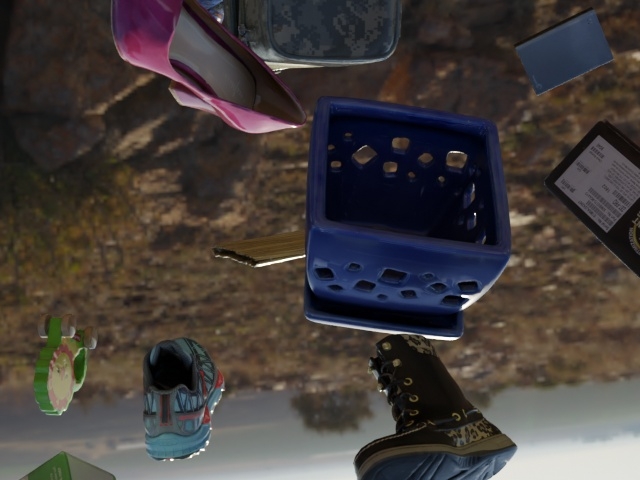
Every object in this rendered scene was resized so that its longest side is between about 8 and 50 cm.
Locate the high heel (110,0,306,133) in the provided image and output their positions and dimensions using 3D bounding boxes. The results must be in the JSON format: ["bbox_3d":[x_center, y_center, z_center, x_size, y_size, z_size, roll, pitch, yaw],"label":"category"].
[{"bbox_3d":[-0.084,-0.149,0.835,0.117,0.082,0.244,14,163,12],"label":"high heel"}]

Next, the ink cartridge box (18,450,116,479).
[{"bbox_3d":[-0.299,0.337,1.045,0.212,0.154,0.093,-33,140,11],"label":"ink cartridge box"}]

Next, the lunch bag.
[{"bbox_3d":[-0.033,-0.375,1.409,0.212,0.305,0.256,-6,-170,-24],"label":"lunch bag"}]

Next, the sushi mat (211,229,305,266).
[{"bbox_3d":[0.000,0.000,1.666,0.316,0.019,0.151,-10,-168,-29],"label":"sushi mat"}]

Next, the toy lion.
[{"bbox_3d":[-0.254,0.124,1.027,0.034,0.096,0.100,1,165,8],"label":"toy lion"}]

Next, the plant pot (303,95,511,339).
[{"bbox_3d":[0.091,-0.015,1.294,0.236,0.236,0.212,7,138,-4],"label":"plant pot"}]

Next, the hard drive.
[{"bbox_3d":[0.391,-0.304,1.680,0.135,0.094,0.022,-25,-153,14],"label":"hard drive"}]

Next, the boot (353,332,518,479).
[{"bbox_3d":[0.090,0.188,1.137,0.236,0.179,0.085,5,129,-45],"label":"boot"}]

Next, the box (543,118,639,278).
[{"bbox_3d":[0.412,0.083,0.946,0.318,0.395,0.097,27,109,-44],"label":"box"}]

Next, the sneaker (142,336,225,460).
[{"bbox_3d":[-0.187,0.182,1.419,0.104,0.125,0.262,-6,-158,-3],"label":"sneaker"}]

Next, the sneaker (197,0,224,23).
[{"bbox_3d":[-0.217,-0.357,1.671,0.083,0.087,0.221,21,-147,29],"label":"sneaker"}]
